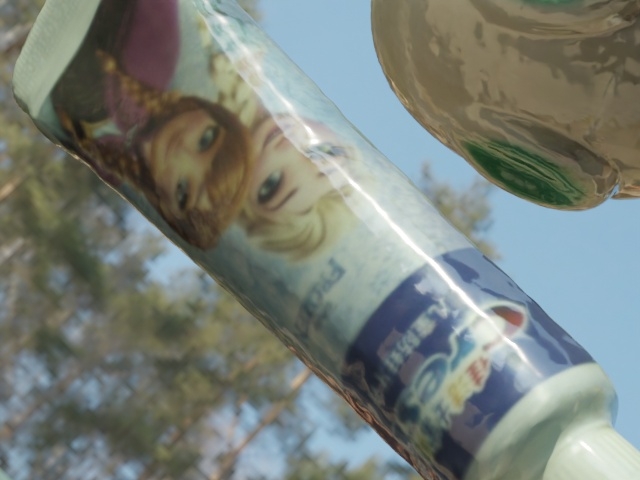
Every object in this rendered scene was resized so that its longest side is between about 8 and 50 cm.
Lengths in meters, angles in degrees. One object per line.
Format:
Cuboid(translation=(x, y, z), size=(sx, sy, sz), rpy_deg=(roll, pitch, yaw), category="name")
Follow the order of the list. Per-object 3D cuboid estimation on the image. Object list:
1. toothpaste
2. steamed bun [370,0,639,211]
Cuboid(translation=(0.000, 0.000, 0.379), size=(0.037, 0.062, 0.216), rpy_deg=(11, 28, -51), category="toothpaste")
Cuboid(translation=(0.137, -0.092, 0.766), size=(0.228, 0.130, 0.177), rpy_deg=(4, -55, -8), category="steamed bun")
